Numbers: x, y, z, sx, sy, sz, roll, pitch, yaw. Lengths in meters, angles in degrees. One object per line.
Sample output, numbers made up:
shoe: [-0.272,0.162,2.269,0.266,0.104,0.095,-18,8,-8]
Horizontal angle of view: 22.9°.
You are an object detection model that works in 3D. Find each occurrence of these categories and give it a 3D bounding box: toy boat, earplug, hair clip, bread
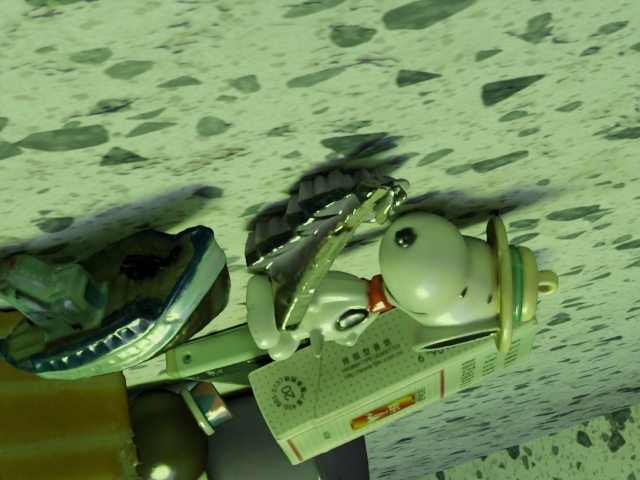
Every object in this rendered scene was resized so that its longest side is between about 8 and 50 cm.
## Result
toy boat: [-0.191,0.045,1.352,0.262,0.114,0.115,-18,133,23]
earplug: [-0.168,0.341,2.338,0.455,0.215,0.215,-14,166,20]
hair clip: [0.000,0.000,1.395,0.106,0.085,0.292,-1,158,-23]
bread: [-0.295,0.192,1.550,0.246,0.239,0.111,-3,166,-39]

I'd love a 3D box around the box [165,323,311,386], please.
box: [-0.043,0.140,1.955,0.210,0.045,0.270,-16,166,19]

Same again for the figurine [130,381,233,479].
figurine: [-0.249,0.271,2.109,0.275,0.161,0.158,-11,-153,3]

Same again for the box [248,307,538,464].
box: [0.089,0.150,1.875,0.330,0.095,0.210,-25,164,-2]

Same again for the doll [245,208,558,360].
doll: [0.077,0.052,1.581,0.208,0.144,0.271,27,140,-36]

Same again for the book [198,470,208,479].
book: [-0.314,0.448,2.303,0.427,0.300,0.039,-3,-150,27]
